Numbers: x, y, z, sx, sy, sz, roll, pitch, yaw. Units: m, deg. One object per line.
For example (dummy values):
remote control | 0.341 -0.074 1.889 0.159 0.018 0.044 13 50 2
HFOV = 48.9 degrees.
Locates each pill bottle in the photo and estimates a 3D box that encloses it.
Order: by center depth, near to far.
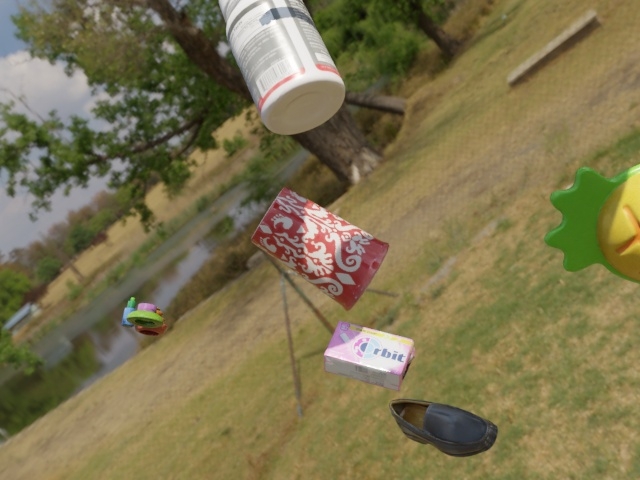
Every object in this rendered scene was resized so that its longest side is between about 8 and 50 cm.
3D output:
pill bottle | -0.078 -0.353 1.296 0.161 0.283 0.161 -20 -21 -8

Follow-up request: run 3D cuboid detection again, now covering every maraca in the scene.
maraca | 0.314 -0.017 0.682 0.185 0.127 0.099 3 15 4

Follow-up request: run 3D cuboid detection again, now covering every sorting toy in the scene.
sorting toy | -0.249 0.104 1.001 0.102 0.061 0.042 108 168 -67

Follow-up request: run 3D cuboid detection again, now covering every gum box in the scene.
gum box | 0.114 0.261 1.589 0.107 0.188 0.062 -61 -22 -44

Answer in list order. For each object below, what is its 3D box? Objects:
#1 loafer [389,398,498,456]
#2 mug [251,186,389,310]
loafer | 0.160 0.249 0.952 0.170 0.061 0.062 -10 45 50
mug | -0.005 0.008 1.008 0.113 0.169 0.150 -58 3 -2
